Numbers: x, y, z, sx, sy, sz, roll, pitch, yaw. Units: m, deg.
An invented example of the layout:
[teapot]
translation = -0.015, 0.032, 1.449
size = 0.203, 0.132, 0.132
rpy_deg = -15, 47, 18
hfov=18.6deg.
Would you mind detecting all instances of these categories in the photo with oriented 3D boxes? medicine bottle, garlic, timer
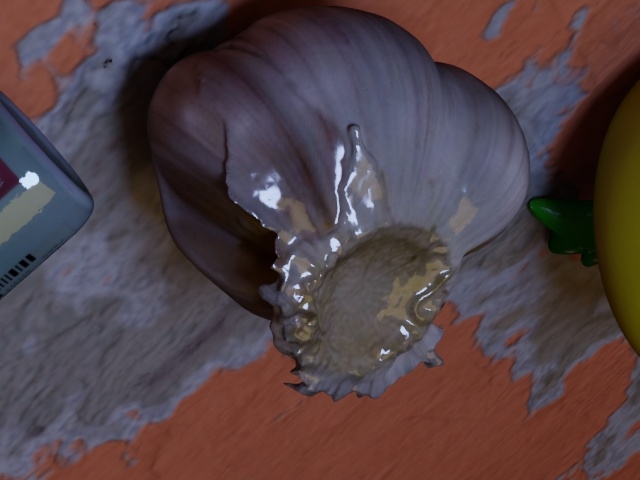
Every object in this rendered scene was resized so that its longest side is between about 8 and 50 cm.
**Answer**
[medicine bottle]
translation = -0.216, 0.023, 0.942
size = 0.216, 0.090, 0.090
rpy_deg = -41, 150, 0
[garlic]
translation = 0.000, 0.000, 1.060
size = 0.207, 0.207, 0.257
rpy_deg = -27, 160, -23
[timer]
translation = 0.268, -0.011, 1.349
size = 0.285, 0.285, 0.285
rpy_deg = -29, 147, -21
